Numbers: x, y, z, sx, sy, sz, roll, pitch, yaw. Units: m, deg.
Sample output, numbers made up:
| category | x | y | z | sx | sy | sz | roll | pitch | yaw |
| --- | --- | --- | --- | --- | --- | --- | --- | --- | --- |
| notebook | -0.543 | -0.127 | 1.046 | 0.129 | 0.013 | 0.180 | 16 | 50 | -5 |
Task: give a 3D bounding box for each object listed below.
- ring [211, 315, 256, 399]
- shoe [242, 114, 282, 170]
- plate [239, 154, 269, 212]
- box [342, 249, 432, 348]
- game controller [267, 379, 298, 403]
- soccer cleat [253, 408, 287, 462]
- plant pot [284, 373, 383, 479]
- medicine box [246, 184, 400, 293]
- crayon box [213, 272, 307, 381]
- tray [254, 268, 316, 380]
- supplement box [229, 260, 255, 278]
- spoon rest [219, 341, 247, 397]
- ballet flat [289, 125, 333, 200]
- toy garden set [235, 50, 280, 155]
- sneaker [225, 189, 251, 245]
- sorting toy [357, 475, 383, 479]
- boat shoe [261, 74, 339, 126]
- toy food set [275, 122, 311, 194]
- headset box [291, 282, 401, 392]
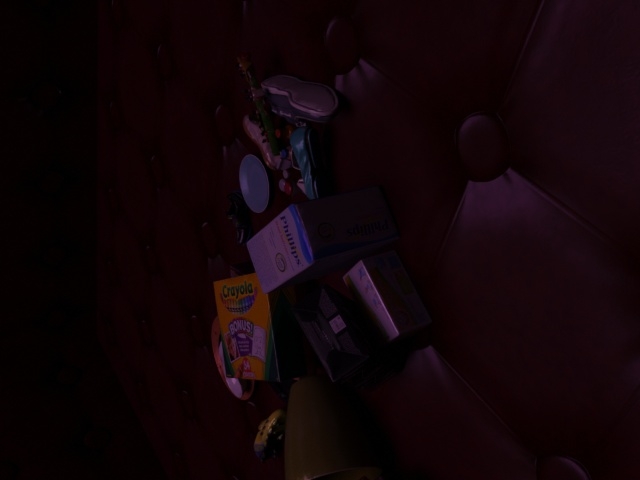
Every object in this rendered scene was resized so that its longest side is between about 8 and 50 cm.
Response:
| category | x | y | z | sx | sy | sz | roll | pitch | yaw |
| --- | --- | --- | --- | --- | --- | --- | --- | --- | --- |
| ring | -0.329 | 0.443 | 2.485 | 0.336 | 0.032 | 0.337 | 27 | 124 | 49 |
| shoe | -0.164 | -0.304 | 1.939 | 0.058 | 0.076 | 0.219 | -44 | 60 | 25 |
| plate | -0.205 | -0.183 | 2.078 | 0.188 | 0.024 | 0.188 | 24 | 120 | 50 |
| box | 0.161 | 0.143 | 1.575 | 0.203 | 0.114 | 0.103 | 63 | 145 | 17 |
| game controller | -0.163 | 0.402 | 2.212 | 0.319 | 0.067 | 0.167 | 44 | 121 | 39 |
| soccer cleat | -0.185 | 0.672 | 2.302 | 0.121 | 0.093 | 0.289 | 57 | 142 | 37 |
| plant pot | 0.008 | 0.545 | 1.851 | 0.275 | 0.274 | 0.294 | 122 | 141 | -48 |
| medicine box | 0.000 | 0.000 | 1.623 | 0.289 | 0.263 | 0.149 | -35 | 73 | 55 |
| crayon box | -0.194 | 0.259 | 1.978 | 0.363 | 0.106 | 0.313 | -15 | 84 | 56 |
| tray | -0.112 | 0.209 | 2.009 | 0.202 | 0.076 | 0.411 | -3 | 92 | 56 |
| supplement box | -0.246 | 0.178 | 2.219 | 0.104 | 0.080 | 0.188 | 23 | 121 | 51 |
| spoon rest | -0.322 | 0.450 | 2.369 | 0.137 | 0.084 | 0.277 | 29 | 126 | 49 |
| ballet flat | -0.028 | -0.185 | 1.734 | 0.087 | 0.083 | 0.247 | 3 | 116 | 36 |
| toy garden set | -0.182 | -0.387 | 1.828 | 0.204 | 0.049 | 0.244 | 80 | 172 | -59 |
| sneaker | -0.281 | -0.074 | 2.180 | 0.067 | 0.078 | 0.188 | 14 | 114 | 53 |
| sorting toy | 0.173 | 0.720 | 1.711 | 0.257 | 0.089 | 0.255 | 49 | 147 | -19 |
| boat shoe | -0.048 | -0.358 | 1.723 | 0.319 | 0.116 | 0.099 | 35 | 146 | 47 |
| toy food set | -0.087 | -0.211 | 1.819 | 0.111 | 0.104 | 0.232 | 55 | 141 | 29 |
| headset box | 0.075 | 0.252 | 1.625 | 0.110 | 0.293 | 0.218 | -37 | 62 | 9 |
